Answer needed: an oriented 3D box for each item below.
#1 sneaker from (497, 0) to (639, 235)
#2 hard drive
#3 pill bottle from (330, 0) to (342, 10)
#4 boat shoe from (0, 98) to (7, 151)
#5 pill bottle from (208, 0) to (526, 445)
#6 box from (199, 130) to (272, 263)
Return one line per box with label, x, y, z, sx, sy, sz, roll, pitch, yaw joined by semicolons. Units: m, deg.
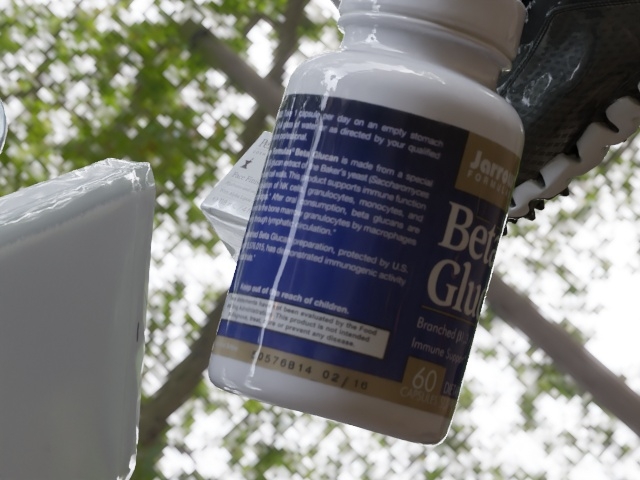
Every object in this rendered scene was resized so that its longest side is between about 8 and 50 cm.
sneaker;0.112;-0.084;0.808;0.234;0.106;0.078;-35;4;34
hard drive;-0.165;0.079;0.884;0.307;0.040;0.203;-35;-48;-71
pill bottle;0.144;-0.200;0.935;0.283;0.161;0.161;-47;-33;0
boat shoe;-0.307;-0.097;1.461;0.065;0.183;0.083;2;-48;-17
pill bottle;0.023;-0.015;0.640;0.094;0.094;0.169;22;-98;-55
box;0.000;0.000;1.818;0.119;0.181;0.182;-51;-45;-22
